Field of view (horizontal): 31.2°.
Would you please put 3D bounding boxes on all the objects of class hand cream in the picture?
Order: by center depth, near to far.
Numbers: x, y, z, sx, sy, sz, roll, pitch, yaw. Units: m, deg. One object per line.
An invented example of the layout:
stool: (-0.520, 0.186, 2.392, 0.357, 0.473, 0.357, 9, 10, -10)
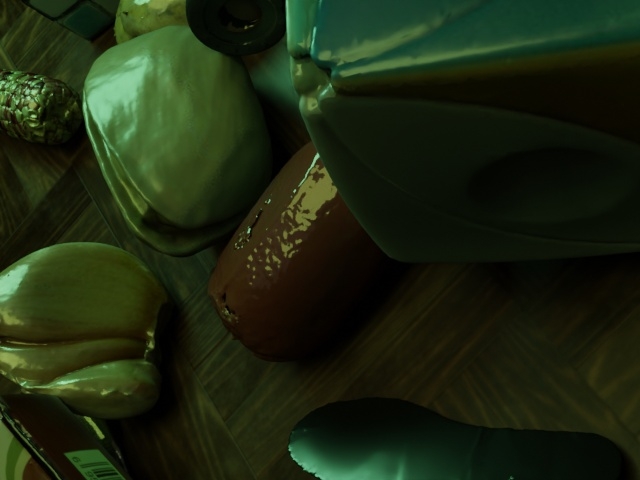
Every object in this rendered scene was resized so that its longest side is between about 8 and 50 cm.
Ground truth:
hand cream: (-0.291, 0.205, 1.385, 0.086, 0.055, 0.235, -33, 60, 18)

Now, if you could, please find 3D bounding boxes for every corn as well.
corn: (-0.446, -0.196, 1.641, 0.290, 0.098, 0.098, 14, 80, 44)

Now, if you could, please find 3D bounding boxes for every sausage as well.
sausage: (0.000, 0.000, 1.179, 0.279, 0.152, 0.152, -51, 49, 11)

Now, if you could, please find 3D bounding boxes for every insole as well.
insole: (0.111, 0.199, 1.066, 0.348, 0.009, 0.119, 0, 42, 35)

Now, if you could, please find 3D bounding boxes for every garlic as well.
garlic: (-0.290, 0.104, 1.348, 0.110, 0.228, 0.217, 110, 170, -56)

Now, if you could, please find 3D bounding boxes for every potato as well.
potato: (-0.165, -0.312, 1.448, 0.235, 0.128, 0.161, -19, 61, 21)

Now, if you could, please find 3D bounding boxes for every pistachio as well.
pistachio: (-0.161, -0.115, 1.305, 0.208, 0.226, 0.331, -50, 36, 38)

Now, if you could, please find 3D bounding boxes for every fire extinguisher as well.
fire extinguisher: (-0.075, -0.374, 1.356, 0.113, 0.200, 0.376, -34, 45, 34)

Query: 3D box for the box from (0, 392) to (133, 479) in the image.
box: (-0.313, 0.415, 1.188, 0.344, 0.122, 0.385, 42, 100, 20)

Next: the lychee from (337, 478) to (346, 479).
lychee: (0.027, 0.263, 1.098, 0.068, 0.067, 0.083, 39, 120, 15)

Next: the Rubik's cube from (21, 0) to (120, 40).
Rubik's cube: (-0.338, -0.481, 1.572, 0.259, 0.253, 0.256, -29, 56, 23)

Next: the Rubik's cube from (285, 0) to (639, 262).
Rubik's cube: (0.176, -0.197, 0.943, 0.352, 0.347, 0.351, -7, 64, 12)
